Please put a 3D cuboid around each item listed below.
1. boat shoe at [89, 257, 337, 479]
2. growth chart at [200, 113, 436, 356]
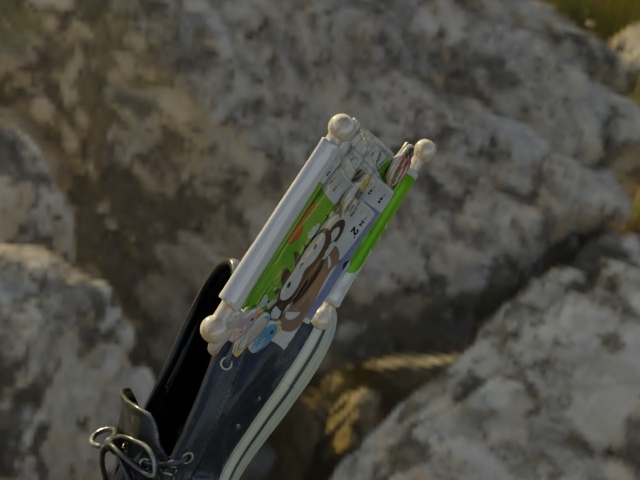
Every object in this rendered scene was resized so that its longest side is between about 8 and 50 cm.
[{"bbox_3d":[-0.175,0.236,1.890,0.156,0.500,0.187,34,-2,-26],"label":"boat shoe"},{"bbox_3d":[0.000,0.000,1.043,0.021,0.172,0.237,31,6,15],"label":"growth chart"}]
